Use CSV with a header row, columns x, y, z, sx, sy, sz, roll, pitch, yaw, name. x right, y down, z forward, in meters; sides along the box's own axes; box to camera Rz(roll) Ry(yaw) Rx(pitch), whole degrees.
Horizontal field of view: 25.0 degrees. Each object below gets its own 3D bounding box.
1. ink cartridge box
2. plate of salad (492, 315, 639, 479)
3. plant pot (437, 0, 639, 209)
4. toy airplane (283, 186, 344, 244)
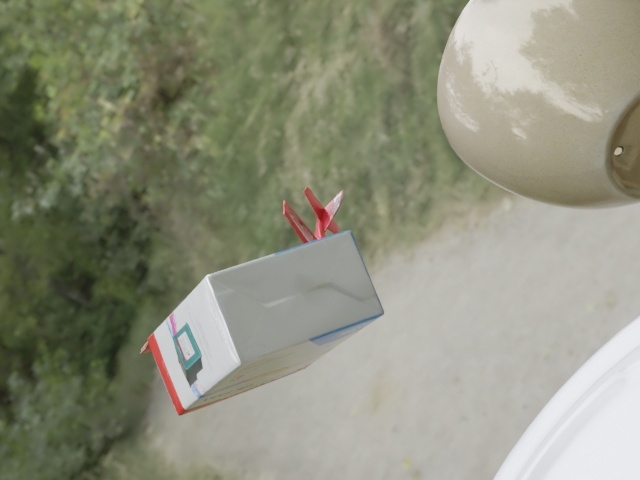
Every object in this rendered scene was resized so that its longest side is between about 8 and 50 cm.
x,y,z,sx,sy,sz,roll,pitch,yaw,name
-0.057,0.078,1.211,0.134,0.078,0.231,-18,-11,-25,ink cartridge box
0.094,0.088,0.321,0.200,0.048,0.200,-42,27,27,plate of salad
0.286,-0.142,1.451,0.284,0.284,0.191,-60,36,15,plant pot
0.000,0.000,1.464,0.028,0.151,0.151,-21,27,28,toy airplane
